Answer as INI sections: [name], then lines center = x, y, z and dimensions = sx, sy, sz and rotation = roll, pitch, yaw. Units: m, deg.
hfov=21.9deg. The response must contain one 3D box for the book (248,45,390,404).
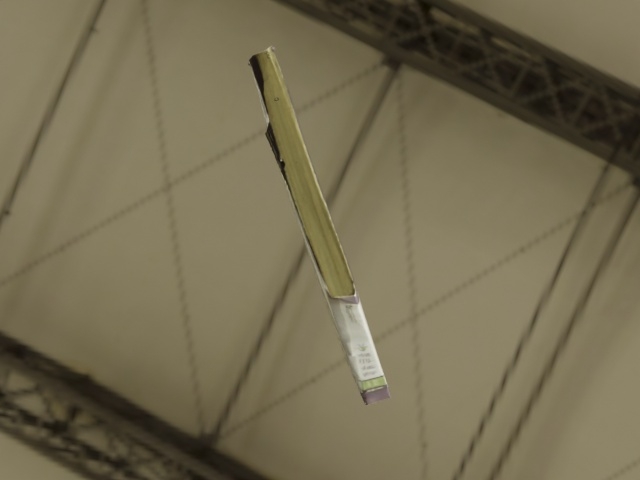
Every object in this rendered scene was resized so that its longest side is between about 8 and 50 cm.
[book]
center = -0.001, 0.000, 1.006
dimensions = 0.026, 0.231, 0.157
rotation = -18, -111, 0
